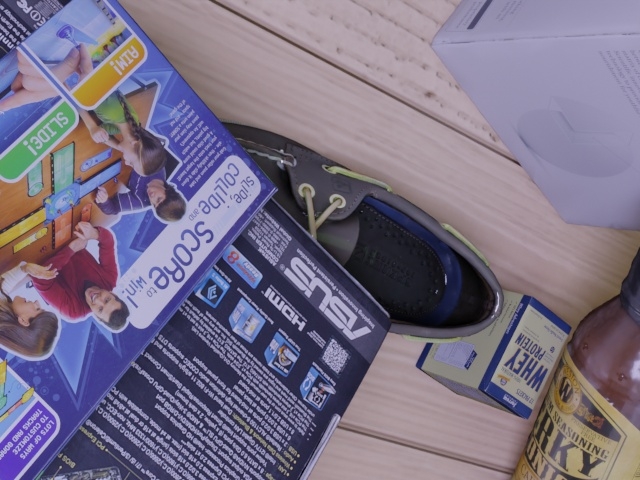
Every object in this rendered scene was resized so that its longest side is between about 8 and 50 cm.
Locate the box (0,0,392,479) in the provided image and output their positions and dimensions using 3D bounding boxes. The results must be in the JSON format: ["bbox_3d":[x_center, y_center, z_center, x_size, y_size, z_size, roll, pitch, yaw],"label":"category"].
[{"bbox_3d":[-0.175,0.035,0.495,0.395,0.097,0.318,45,54,-21],"label":"box"}]

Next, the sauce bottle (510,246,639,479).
[{"bbox_3d":[0.229,0.127,0.807,0.111,0.111,0.345,-9,126,-33],"label":"sauce bottle"}]

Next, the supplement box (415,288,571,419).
[{"bbox_3d":[0.136,0.084,0.826,0.056,0.083,0.083,35,78,-33],"label":"supplement box"}]

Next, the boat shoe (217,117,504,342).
[{"bbox_3d":[0.002,-0.004,0.715,0.305,0.091,0.109,24,84,-35],"label":"boat shoe"}]

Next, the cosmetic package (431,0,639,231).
[{"bbox_3d":[0.249,-0.120,0.785,0.224,0.224,0.138,46,72,-31],"label":"cosmetic package"}]

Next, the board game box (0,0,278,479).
[{"bbox_3d":[-0.121,-0.005,0.463,0.136,0.035,0.201,50,53,-17],"label":"board game box"}]
